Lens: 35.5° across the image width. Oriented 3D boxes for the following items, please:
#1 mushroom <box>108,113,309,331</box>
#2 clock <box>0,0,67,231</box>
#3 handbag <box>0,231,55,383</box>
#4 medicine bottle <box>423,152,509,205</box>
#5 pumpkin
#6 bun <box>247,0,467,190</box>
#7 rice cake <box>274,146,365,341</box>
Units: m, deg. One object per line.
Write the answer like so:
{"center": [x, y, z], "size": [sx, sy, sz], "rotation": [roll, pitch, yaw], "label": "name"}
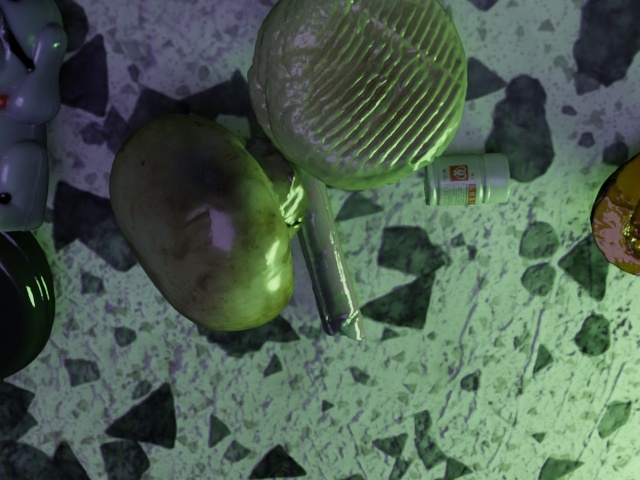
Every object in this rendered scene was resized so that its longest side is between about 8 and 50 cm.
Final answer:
{"center": [-0.113, -0.023, 1.035], "size": [0.184, 0.255, 0.255], "rotation": [-44, 107, -10], "label": "mushroom"}
{"center": [-0.340, -0.154, 1.020], "size": [0.188, 0.189, 0.254], "rotation": [20, 107, -7], "label": "clock"}
{"center": [-0.449, 0.066, 1.140], "size": [0.307, 0.093, 0.254], "rotation": [-13, 119, 11], "label": "handbag"}
{"center": [0.159, -0.067, 1.096], "size": [0.089, 0.057, 0.057], "rotation": [-3, 113, 2], "label": "medicine bottle"}
{"center": [0.378, -0.051, 1.072], "size": [0.183, 0.108, 0.119], "rotation": [-35, 101, 23], "label": "pumpkin"}
{"center": [0.031, -0.158, 1.007], "size": [0.220, 0.134, 0.221], "rotation": [-1, 96, -13], "label": "bun"}
{"center": [-0.001, 0.000, 1.130], "size": [0.048, 0.055, 0.270], "rotation": [-14, 110, 2], "label": "rice cake"}
